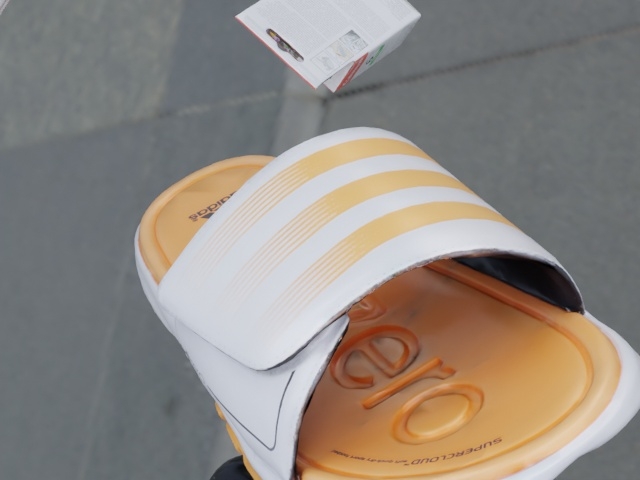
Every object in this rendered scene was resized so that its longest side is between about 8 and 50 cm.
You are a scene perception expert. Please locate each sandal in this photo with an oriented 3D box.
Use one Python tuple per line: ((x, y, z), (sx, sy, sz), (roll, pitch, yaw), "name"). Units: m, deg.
((-0.009, 0.005, 0.557), (0.102, 0.076, 0.265), (-33, 29, -14), "sandal")

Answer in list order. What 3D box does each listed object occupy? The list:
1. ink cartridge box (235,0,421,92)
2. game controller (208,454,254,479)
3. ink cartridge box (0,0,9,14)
((0.001, -0.118, 1.018), (0.063, 0.115, 0.029), (43, 134, 7), "ink cartridge box")
((0.043, 0.244, 0.862), (0.319, 0.067, 0.166), (50, 138, 16), "game controller")
((-0.169, -0.188, 0.551), (0.307, 0.223, 0.129), (-53, 31, 20), "ink cartridge box")
